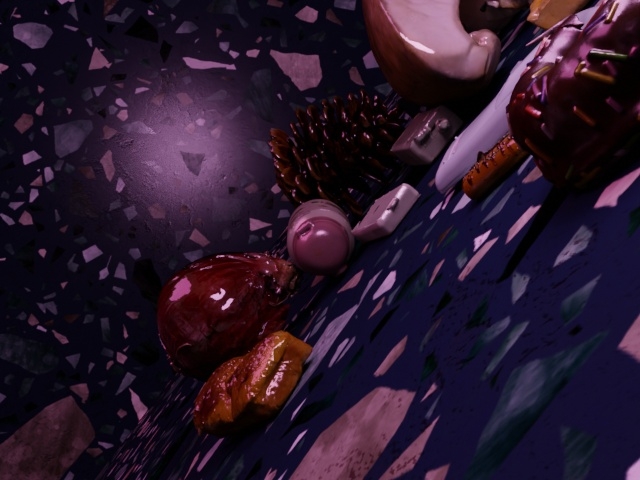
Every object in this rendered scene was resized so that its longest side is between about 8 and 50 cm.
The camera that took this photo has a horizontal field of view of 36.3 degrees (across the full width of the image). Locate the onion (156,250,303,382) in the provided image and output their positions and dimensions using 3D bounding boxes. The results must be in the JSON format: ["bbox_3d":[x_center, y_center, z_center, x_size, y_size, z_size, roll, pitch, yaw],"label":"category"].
[{"bbox_3d":[-0.166,0.147,1.676,0.281,0.221,0.281,-39,-23,-20],"label":"onion"}]

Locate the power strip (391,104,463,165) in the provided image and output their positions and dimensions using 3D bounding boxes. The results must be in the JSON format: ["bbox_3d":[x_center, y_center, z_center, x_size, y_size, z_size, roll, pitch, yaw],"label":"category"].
[{"bbox_3d":[0.180,-0.177,1.649,0.093,0.053,0.288,-51,6,1],"label":"power strip"}]

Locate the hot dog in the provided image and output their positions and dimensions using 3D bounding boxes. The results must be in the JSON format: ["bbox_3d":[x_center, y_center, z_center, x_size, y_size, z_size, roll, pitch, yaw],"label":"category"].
[{"bbox_3d":[0.194,-0.088,1.078,0.122,0.037,0.049,-49,9,43],"label":"hot dog"}]

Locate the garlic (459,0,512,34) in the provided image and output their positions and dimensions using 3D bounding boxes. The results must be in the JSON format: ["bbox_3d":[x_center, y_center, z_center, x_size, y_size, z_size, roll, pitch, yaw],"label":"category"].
[{"bbox_3d":[0.325,-0.510,1.920,0.338,0.196,0.151,-26,-13,-34],"label":"garlic"}]

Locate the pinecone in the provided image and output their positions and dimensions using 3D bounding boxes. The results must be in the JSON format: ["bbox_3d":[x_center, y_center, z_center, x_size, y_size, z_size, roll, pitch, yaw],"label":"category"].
[{"bbox_3d":[0.043,-0.164,1.876,0.292,0.246,0.246,-34,12,20],"label":"pinecone"}]

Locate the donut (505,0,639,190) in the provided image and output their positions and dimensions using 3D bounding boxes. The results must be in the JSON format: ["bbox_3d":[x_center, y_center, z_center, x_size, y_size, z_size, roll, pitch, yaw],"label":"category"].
[{"bbox_3d":[0.237,-0.149,0.804,0.216,0.096,0.230,-55,7,-28],"label":"donut"}]

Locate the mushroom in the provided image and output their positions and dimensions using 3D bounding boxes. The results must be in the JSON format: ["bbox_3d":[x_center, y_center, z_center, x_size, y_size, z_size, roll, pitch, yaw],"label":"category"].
[{"bbox_3d":[0.174,-0.325,1.648,0.397,0.224,0.314,-92,4,-46],"label":"mushroom"}]

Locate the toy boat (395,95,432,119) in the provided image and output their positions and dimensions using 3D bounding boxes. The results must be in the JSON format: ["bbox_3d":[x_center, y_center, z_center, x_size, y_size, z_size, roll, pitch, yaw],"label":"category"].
[{"bbox_3d":[0.236,-0.327,1.935,0.246,0.093,0.103,-56,14,-26],"label":"toy boat"}]

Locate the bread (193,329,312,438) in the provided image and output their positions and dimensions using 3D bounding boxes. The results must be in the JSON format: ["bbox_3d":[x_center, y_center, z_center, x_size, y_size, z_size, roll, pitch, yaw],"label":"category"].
[{"bbox_3d":[-0.107,0.216,1.403,0.139,0.077,0.271,-58,10,-27],"label":"bread"}]

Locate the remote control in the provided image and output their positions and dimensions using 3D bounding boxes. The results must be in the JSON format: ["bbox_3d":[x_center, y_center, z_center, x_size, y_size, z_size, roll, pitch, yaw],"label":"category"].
[{"bbox_3d":[0.235,-0.169,1.184,0.293,0.051,0.103,-48,8,45],"label":"remote control"}]

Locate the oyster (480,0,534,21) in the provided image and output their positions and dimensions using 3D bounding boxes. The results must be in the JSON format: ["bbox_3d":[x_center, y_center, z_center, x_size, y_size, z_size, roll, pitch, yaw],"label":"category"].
[{"bbox_3d":[0.389,-0.461,1.611,0.201,0.107,0.354,-33,-13,-17],"label":"oyster"}]

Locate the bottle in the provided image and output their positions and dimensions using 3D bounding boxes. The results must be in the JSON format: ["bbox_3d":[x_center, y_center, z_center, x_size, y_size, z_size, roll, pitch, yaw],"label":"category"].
[{"bbox_3d":[0.000,0.000,1.677,0.120,0.120,0.253,-51,7,7],"label":"bottle"}]

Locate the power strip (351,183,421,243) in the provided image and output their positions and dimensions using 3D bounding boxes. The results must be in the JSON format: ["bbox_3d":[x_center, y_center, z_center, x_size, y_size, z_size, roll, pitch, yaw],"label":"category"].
[{"bbox_3d":[0.100,-0.040,1.540,0.081,0.035,0.192,-54,6,-12],"label":"power strip"}]

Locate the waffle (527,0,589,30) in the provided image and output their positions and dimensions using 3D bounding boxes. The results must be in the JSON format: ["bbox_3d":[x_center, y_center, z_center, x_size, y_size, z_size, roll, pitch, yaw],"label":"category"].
[{"bbox_3d":[0.399,-0.415,1.370,0.248,0.055,0.221,-48,7,33],"label":"waffle"}]
